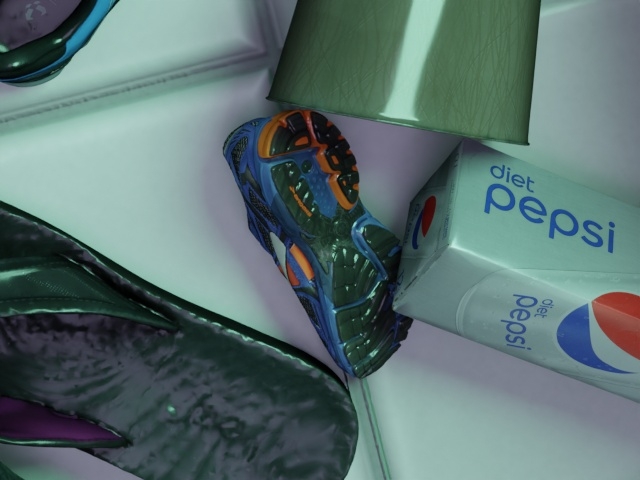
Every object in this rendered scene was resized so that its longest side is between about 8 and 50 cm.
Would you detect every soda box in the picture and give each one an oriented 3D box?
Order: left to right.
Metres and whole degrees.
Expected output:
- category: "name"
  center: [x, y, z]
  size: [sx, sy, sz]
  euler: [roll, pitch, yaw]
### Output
- category: "soda box"
  center: [0.199, 0.038, 1.228]
  size: [0.286, 0.098, 0.091]
  euler: [22, 142, -13]

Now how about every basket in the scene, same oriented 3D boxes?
- category: "basket"
  center: [0.071, -0.187, 1.165]
  size: [0.204, 0.154, 0.226]
  euler: [3, 99, -49]

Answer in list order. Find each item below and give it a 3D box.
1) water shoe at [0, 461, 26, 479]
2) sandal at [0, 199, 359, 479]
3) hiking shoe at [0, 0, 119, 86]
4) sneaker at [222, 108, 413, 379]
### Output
- category: "water shoe"
  center: [-0.230, 0.200, 1.235]
  size: [0.080, 0.073, 0.203]
  euler: [-40, 136, 14]
- category: "sandal"
  center: [-0.181, 0.079, 1.232]
  size: [0.446, 0.107, 0.167]
  euler: [18, 101, -8]
- category: "hiking shoe"
  center: [-0.129, -0.221, 1.154]
  size: [0.113, 0.132, 0.304]
  euler: [31, 99, -10]
- category: "sneaker"
  center: [0.000, 0.000, 1.249]
  size: [0.083, 0.087, 0.221]
  euler: [-36, 120, -27]
